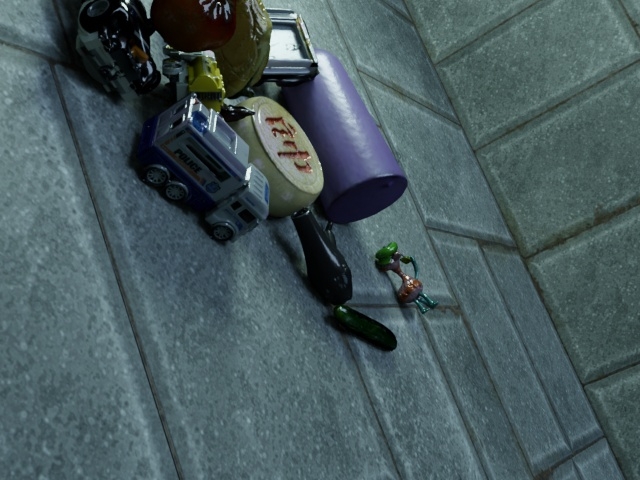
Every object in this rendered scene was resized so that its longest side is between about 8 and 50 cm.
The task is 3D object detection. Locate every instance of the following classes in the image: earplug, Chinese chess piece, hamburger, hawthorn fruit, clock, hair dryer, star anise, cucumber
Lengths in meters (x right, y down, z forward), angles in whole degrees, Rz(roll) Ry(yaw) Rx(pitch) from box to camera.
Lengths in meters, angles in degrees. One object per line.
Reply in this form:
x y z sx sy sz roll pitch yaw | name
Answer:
0.033 -0.283 2.123 0.215 0.215 0.455 14 47 -58 | earplug
-0.108 -0.180 1.839 0.270 0.112 0.270 45 28 -32 | Chinese chess piece
-0.208 -0.462 1.832 0.308 0.211 0.132 61 20 4 | hamburger
-0.248 -0.423 1.599 0.157 0.194 0.156 12 71 -38 | hawthorn fruit
-0.139 -0.466 2.037 0.253 0.083 0.186 -5 64 -30 | clock
0.000 0.000 1.903 0.271 0.091 0.235 -93 159 -68 | hair dryer
-0.218 -0.259 1.713 0.157 0.053 0.212 22 23 10 | star anise
0.104 0.196 1.913 0.284 0.056 0.056 36 34 -51 | cucumber

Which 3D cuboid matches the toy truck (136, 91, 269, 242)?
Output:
-0.198 -0.127 1.555 0.268 0.155 0.124 44 29 -34 | toy truck

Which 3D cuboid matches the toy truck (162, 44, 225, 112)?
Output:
-0.244 -0.304 1.618 0.227 0.114 0.098 -110 -160 -61 | toy truck

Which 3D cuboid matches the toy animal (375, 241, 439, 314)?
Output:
0.230 0.097 2.200 0.103 0.100 0.208 -35 82 -27 | toy animal

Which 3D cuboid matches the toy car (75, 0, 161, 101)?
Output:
-0.377 -0.403 1.556 0.193 0.118 0.301 61 12 -53 | toy car
